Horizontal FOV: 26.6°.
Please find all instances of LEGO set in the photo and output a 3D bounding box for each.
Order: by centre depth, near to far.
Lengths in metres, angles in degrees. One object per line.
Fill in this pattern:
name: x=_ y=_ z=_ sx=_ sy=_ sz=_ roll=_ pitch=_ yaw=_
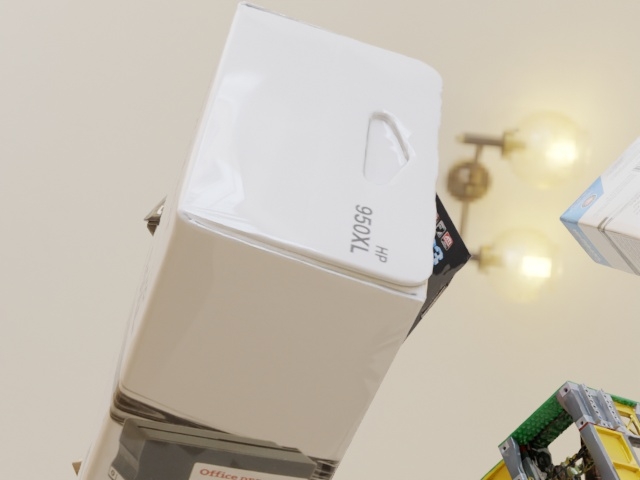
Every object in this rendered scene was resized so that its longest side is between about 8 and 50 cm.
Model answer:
LEGO set: x=0.241 y=0.289 z=1.191 sx=0.331 sy=0.255 sz=0.192 roll=-43 pitch=-138 yaw=23

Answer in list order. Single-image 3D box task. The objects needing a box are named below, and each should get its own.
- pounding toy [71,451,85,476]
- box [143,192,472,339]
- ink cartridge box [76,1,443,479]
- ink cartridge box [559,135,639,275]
pounding toy: x=-0.208 y=0.245 z=1.576 sx=0.181 sy=0.206 sz=0.094 roll=-38 pitch=111 yaw=-57
box: x=0.000 y=0.000 z=1.390 sx=0.293 sy=0.073 sz=0.295 roll=-50 pitch=123 yaw=-32
ink cartridge box: x=-0.060 y=0.068 z=1.006 sx=0.285 sy=0.166 sz=0.395 roll=-83 pitch=-166 yaw=-53
ink cartridge box: x=0.390 y=-0.034 z=1.532 sx=0.148 sy=0.086 sz=0.203 roll=-44 pitch=-160 yaw=-8
